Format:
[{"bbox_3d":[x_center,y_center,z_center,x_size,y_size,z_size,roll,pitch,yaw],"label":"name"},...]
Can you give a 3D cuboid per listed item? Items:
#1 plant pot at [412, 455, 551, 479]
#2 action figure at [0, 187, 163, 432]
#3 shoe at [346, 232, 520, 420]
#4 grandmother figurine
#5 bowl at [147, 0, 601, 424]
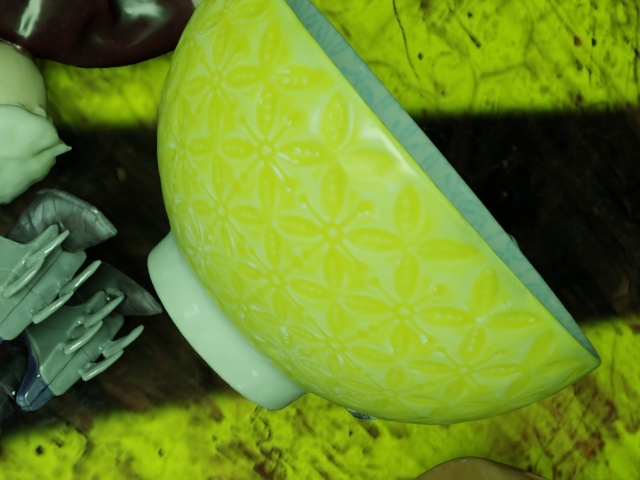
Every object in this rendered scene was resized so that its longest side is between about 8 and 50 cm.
[{"bbox_3d":[0.124,0.271,0.741,0.203,0.291,0.291,37,69,-14],"label":"plant pot"},{"bbox_3d":[-0.207,0.102,0.590,0.285,0.099,0.185,-49,134,-19],"label":"action figure"},{"bbox_3d":[0.065,0.034,0.807,0.178,0.063,0.081,-44,118,-23],"label":"shoe"},{"bbox_3d":[-0.138,-0.173,0.640,0.207,0.104,0.343,23,80,-18],"label":"grandmother figurine"},{"bbox_3d":[0.000,0.000,0.649,0.156,0.289,0.289,-39,118,9],"label":"bowl"}]
